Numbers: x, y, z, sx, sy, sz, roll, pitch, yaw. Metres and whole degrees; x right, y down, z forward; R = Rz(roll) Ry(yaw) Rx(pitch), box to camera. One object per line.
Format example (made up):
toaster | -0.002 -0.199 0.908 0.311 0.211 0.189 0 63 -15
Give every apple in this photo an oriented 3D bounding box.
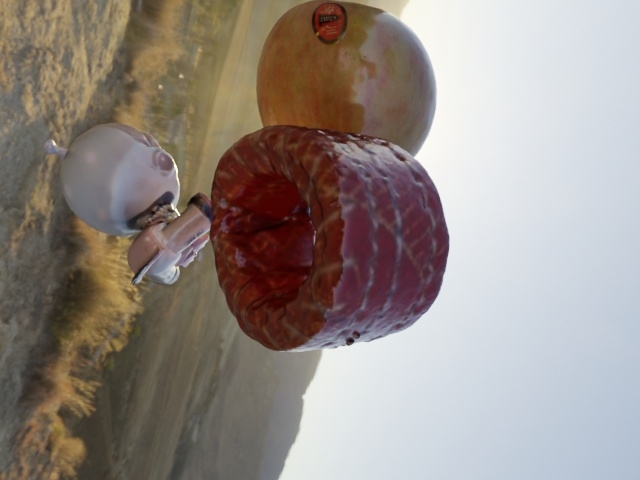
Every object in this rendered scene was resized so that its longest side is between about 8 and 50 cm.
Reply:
apple | 0.053 -0.307 1.195 0.391 0.392 0.346 -109 -150 -87

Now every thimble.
thimble | 0.000 0.000 0.821 0.350 0.231 0.349 6 -83 52

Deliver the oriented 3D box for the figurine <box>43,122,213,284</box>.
figurine | -0.387 -0.090 1.152 0.253 0.361 0.211 -43 164 15
